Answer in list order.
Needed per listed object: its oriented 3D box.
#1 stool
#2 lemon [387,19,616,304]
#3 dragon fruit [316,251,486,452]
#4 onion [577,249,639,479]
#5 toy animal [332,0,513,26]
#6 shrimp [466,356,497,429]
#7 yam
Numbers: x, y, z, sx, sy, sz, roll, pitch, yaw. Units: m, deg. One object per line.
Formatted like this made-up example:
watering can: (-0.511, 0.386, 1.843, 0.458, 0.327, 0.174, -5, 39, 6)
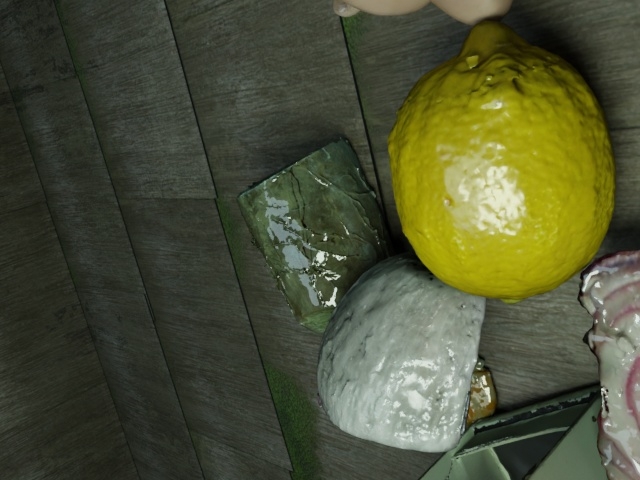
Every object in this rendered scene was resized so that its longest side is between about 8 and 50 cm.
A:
stool: (0.258, 0.334, 0.951, 0.243, 0.269, 0.170, -34, 84, 46)
lemon: (0.198, -0.078, 0.836, 0.245, 0.245, 0.320, 10, 117, 49)
dragon fruit: (0.107, 0.122, 0.998, 0.204, 0.283, 0.221, 11, 104, 10)
onion: (0.425, 0.153, 0.781, 0.280, 0.146, 0.314, 5, 106, 42)
toy animal: (0.126, -0.346, 0.844, 0.221, 0.229, 0.210, 16, 97, 0)
shrimp: (0.155, 0.201, 1.210, 0.294, 0.062, 0.154, 19, 114, 38)
yam: (-0.002, 0.001, 1.192, 0.202, 0.201, 0.271, -26, 95, 55)
